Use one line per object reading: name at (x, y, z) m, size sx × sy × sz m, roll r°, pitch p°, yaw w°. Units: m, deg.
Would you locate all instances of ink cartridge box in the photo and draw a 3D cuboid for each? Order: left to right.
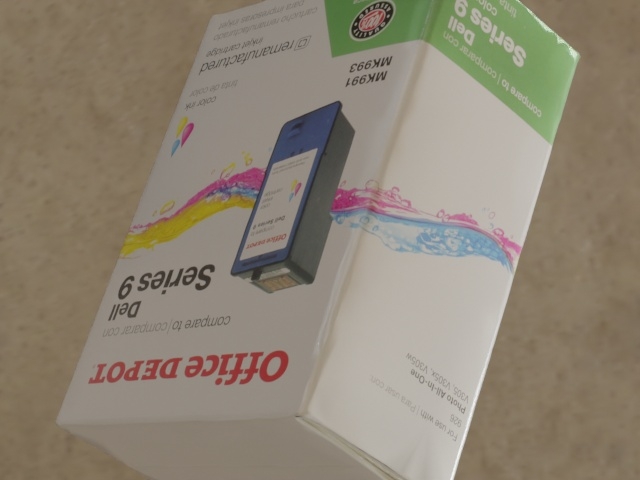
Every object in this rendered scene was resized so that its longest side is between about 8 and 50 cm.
ink cartridge box at (0.000, 0.000, 0.743) m, size 0.093 × 0.154 × 0.212 m, roll 34°, pitch 63°, yaw -35°
